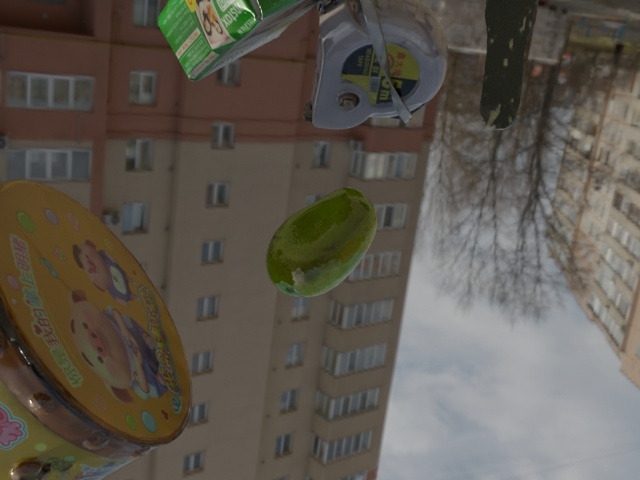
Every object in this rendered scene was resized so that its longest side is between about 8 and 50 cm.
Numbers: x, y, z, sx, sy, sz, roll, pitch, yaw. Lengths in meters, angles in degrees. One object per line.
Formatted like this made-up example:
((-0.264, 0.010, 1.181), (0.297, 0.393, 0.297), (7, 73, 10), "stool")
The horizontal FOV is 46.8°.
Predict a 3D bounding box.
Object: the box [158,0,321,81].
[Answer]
((-0.085, -0.306, 0.923), (0.180, 0.103, 0.250), (-36, -171, -26), "box")

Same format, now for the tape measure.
((0.084, -0.261, 1.068), (0.197, 0.236, 0.120), (7, -128, -2), "tape measure")

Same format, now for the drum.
((-0.382, 0.140, 1.014), (0.214, 0.431, 0.431), (-32, -168, 10), "drum")

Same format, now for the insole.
((0.244, -0.268, 0.958), (0.011, 0.247, 0.081), (-4, -168, -39), "insole")

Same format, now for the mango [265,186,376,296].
((0.001, 0.004, 0.952), (0.089, 0.163, 0.117), (42, -165, -38), "mango")
